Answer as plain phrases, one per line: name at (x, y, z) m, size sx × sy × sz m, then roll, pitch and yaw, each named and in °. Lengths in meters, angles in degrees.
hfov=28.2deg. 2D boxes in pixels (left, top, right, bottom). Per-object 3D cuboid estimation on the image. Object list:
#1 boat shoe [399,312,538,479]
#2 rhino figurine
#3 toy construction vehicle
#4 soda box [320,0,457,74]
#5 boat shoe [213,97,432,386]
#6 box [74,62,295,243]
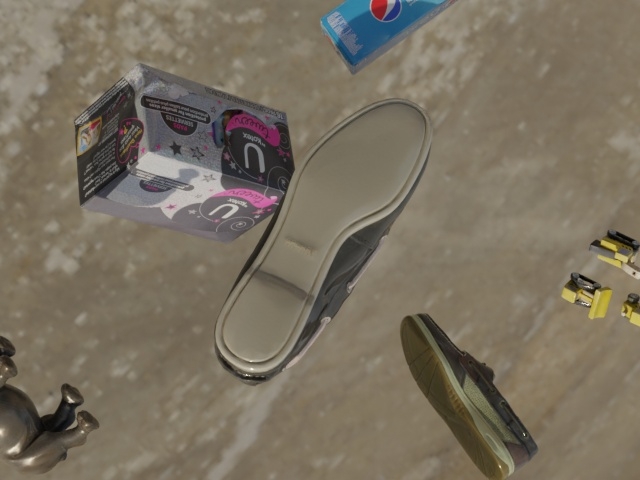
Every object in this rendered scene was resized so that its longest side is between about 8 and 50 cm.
boat shoe at (0.174, 0.177, 1.504) m, size 0.073 × 0.223 × 0.080 m, roll -22°, pitch 156°, yaw -24°
rhino figurine at (-0.361, 0.160, 1.361) m, size 0.106 × 0.243 × 0.073 m, roll -51°, pitch -171°, yaw 9°
toy construction vehicle at (0.269, 0.041, 1.165) m, size 0.035 × 0.098 × 0.086 m, roll -26°, pitch 137°, yaw -45°
soda box at (0.102, -0.278, 1.441) m, size 0.210 × 0.067 × 0.071 m, roll -35°, pitch 177°, yaw -1°
boat shoe at (0.000, 0.000, 1.292) m, size 0.335 × 0.112 × 0.095 m, roll -56°, pitch 170°, yaw -18°
box at (-0.175, -0.107, 1.685) m, size 0.247 × 0.142 × 0.163 m, roll 14°, pitch 146°, yaw -41°
